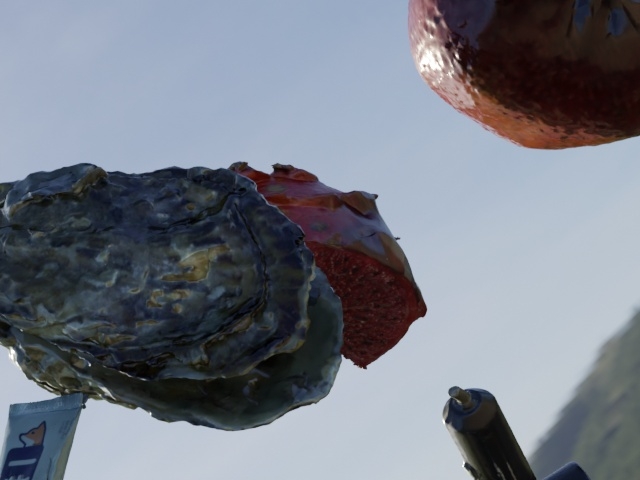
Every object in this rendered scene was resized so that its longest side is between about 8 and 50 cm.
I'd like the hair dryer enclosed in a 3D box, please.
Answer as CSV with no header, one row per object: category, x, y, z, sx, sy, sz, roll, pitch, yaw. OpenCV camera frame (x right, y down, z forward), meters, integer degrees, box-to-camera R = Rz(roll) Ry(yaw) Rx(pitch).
hair dryer,0.101,0.151,1.154,0.124,0.071,0.219,-32,-43,-6

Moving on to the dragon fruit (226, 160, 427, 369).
dragon fruit,0.008,-0.009,1.923,0.126,0.161,0.274,-29,-42,20

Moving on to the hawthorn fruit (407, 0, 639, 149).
hawthorn fruit,0.163,-0.158,1.448,0.230,0.210,0.266,8,-27,-16

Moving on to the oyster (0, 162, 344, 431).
oyster,-0.143,0.032,1.347,0.162,0.351,0.158,-41,-51,-45

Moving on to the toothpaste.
toothpaste,-0.175,0.180,1.115,0.056,0.205,0.036,-8,-35,28
